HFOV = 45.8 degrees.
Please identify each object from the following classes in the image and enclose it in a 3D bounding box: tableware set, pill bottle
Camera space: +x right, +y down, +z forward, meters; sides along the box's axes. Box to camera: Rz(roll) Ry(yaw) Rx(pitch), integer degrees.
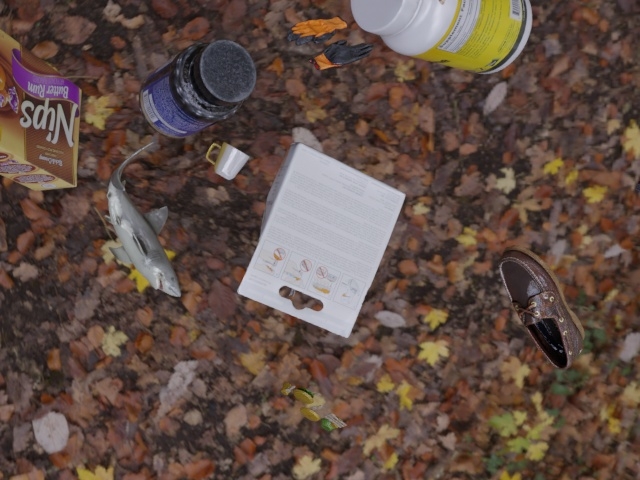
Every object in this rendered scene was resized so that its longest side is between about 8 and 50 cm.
[{"bbox_3d":[-0.017,0.352,1.615,0.154,0.104,0.024,38,57,-8],"label":"tableware set"},{"bbox_3d":[-0.192,-0.237,1.185,0.122,0.219,0.123,3,85,-33],"label":"pill bottle"},{"bbox_3d":[0.223,-0.426,1.406,0.333,0.187,0.188,2,98,-40],"label":"pill bottle"}]

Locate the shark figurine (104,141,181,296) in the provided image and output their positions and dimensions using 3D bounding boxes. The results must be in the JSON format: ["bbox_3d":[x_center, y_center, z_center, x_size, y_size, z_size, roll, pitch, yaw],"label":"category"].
[{"bbox_3d":[-0.314,-0.048,1.336,0.116,0.166,0.278,-37,129,-33],"label":"shark figurine"}]

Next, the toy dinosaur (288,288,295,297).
[{"bbox_3d":[-0.045,0.051,1.128,0.082,0.047,0.090,-20,117,18],"label":"toy dinosaur"}]

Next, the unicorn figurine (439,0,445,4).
[{"bbox_3d":[0.196,-0.369,1.018,0.060,0.111,0.162,-12,72,-60],"label":"unicorn figurine"}]

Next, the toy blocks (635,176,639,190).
[{"bbox_3d":[0.698,-0.035,1.262,0.381,0.261,0.191,16,101,4],"label":"toy blocks"}]

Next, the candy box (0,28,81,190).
[{"bbox_3d":[-0.290,-0.122,0.696,0.053,0.186,0.109,-5,77,13],"label":"candy box"}]

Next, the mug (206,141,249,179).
[{"bbox_3d":[-0.193,-0.164,1.573,0.062,0.078,0.064,27,92,-46],"label":"mug"}]

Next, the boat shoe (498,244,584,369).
[{"bbox_3d":[0.332,0.104,1.145,0.207,0.073,0.073,52,53,-13],"label":"boat shoe"}]

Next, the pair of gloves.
[{"bbox_3d":[0.010,-0.209,0.795,0.074,0.083,0.010,-23,144,-25],"label":"pair of gloves"}]

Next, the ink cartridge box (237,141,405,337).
[{"bbox_3d":[0.000,0.000,0.854,0.145,0.045,0.179,24,87,-19],"label":"ink cartridge box"}]
